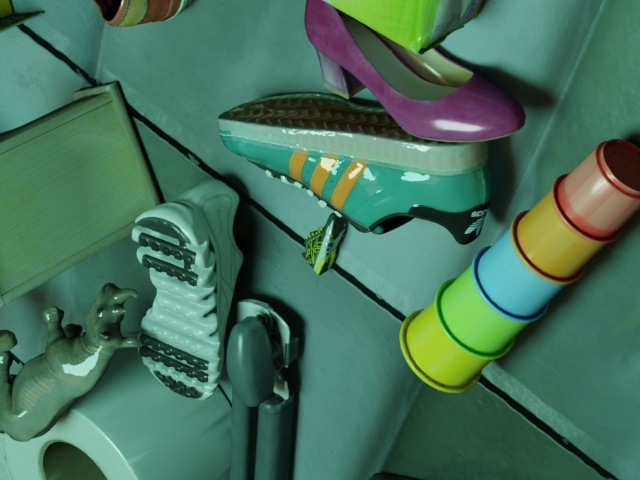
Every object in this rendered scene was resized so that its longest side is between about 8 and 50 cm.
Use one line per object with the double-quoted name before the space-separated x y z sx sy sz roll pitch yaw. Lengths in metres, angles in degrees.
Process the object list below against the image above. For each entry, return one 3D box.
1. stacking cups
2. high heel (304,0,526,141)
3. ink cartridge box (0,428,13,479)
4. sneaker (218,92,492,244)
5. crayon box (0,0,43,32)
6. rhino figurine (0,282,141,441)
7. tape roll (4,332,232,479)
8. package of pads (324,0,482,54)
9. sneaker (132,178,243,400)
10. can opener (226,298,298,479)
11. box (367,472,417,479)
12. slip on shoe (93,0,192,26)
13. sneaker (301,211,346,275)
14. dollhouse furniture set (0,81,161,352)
"stacking cups" 0.196 0.026 1.483 0.096 0.096 0.316 50 133 7
"high heel" 0.082 -0.169 1.464 0.244 0.082 0.117 29 141 42
"ink cartridge box" -0.392 0.374 2.228 0.261 0.066 0.296 2 116 41
"sneaker" 0.026 -0.065 1.555 0.302 0.108 0.121 13 119 35
"crayon box" -0.499 -0.256 1.838 0.323 0.203 0.083 4 116 40
"rhino figurine" -0.276 0.130 1.779 0.243 0.073 0.106 -41 48 24
"tape roll" -0.233 0.255 1.937 0.246 0.169 0.246 22 127 32
"package of pads" 0.057 -0.330 1.370 0.229 0.101 0.296 32 133 24
"sneaker" -0.132 0.059 1.774 0.110 0.118 0.292 24 136 18
"can opener" -0.080 0.192 1.816 0.076 0.095 0.283 26 129 29
"box" 0.196 0.461 1.734 0.318 0.097 0.395 4 117 38
"slip on shoe" -0.259 -0.353 1.640 0.331 0.101 0.123 53 139 5
"sneaker" 0.000 0.000 1.674 0.035 0.031 0.083 38 134 19
"dollhouse furniture set" -0.416 -0.039 1.855 0.394 0.256 0.362 -5 109 44
